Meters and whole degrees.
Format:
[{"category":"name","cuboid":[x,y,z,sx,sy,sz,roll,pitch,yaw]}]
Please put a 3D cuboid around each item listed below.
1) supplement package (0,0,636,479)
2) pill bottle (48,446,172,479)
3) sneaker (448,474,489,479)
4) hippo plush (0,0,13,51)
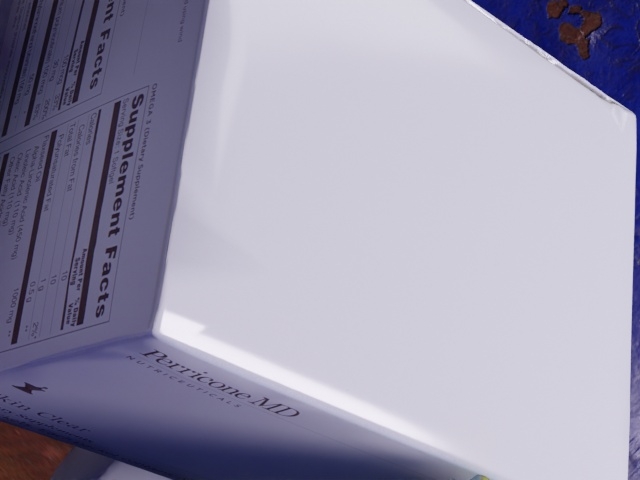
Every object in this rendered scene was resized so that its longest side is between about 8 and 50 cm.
[{"category":"supplement package","cuboid":[0.000,0.000,0.625,0.262,0.204,0.145,27,-31,-37]},{"category":"pill bottle","cuboid":[-0.012,0.198,0.823,0.283,0.160,0.160,46,-4,-11]},{"category":"sneaker","cuboid":[0.012,0.166,0.601,0.127,0.208,0.319,47,-5,-24]},{"category":"hippo plush","cuboid":[-0.194,-0.089,0.723,0.234,0.236,0.294,47,7,-25]}]
